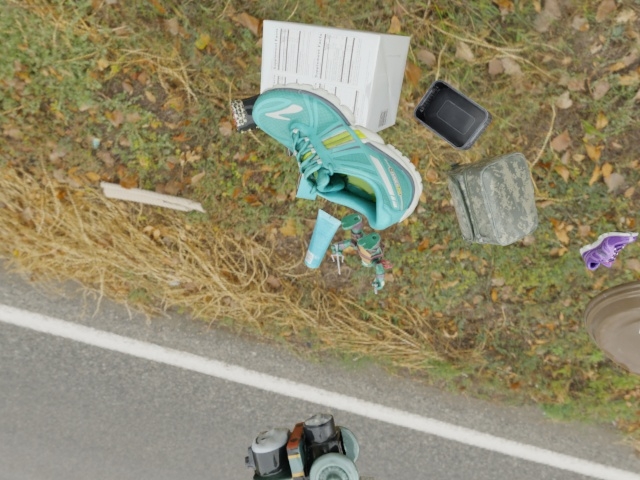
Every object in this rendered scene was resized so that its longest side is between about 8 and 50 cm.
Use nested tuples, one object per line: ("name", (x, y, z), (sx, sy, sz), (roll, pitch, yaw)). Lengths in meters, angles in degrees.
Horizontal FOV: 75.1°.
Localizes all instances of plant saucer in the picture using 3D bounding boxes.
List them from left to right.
("plant saucer", (0.558, 0.157, 0.630), (0.278, 0.041, 0.277), (25, 150, 15))

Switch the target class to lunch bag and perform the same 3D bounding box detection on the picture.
("lunch bag", (0.580, -0.138, 1.467), (0.213, 0.256, 0.305), (-24, 103, -16))

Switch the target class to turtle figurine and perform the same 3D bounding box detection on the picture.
("turtle figurine", (0.114, 0.034, 1.104), (0.175, 0.118, 0.234), (30, 157, 25))

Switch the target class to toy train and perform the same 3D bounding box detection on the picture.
("toy train", (-0.010, 0.461, 0.684), (0.190, 0.142, 0.333), (-13, 89, 4))

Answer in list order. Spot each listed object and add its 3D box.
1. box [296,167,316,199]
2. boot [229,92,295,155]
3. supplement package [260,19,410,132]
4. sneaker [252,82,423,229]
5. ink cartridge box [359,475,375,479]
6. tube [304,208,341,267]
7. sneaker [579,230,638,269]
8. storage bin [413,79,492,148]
("box", (-0.019, -0.235, 1.182), (0.060, 0.100, 0.244), (8, 142, -10))
("boot", (-0.180, -0.368, 1.350), (0.179, 0.085, 0.236), (-20, 124, -11))
("supplement package", (0.030, -0.368, 0.933), (0.263, 0.199, 0.198), (19, 120, 22))
("sneaker", (0.010, -0.119, 0.569), (0.275, 0.110, 0.107), (36, 146, 12))
("ink cartridge box", (0.110, 0.691, 1.040), (0.063, 0.109, 0.150), (7, 94, -8))
("tube", (0.000, 0.000, 1.335), (0.080, 0.052, 0.207), (28, 129, 8))
("sneaker", (0.720, 0.026, 1.031), (0.068, 0.071, 0.170), (0, 156, -1))
("storage bin", (0.367, -0.347, 1.158), (0.180, 0.084, 0.122), (43, 117, 18))
